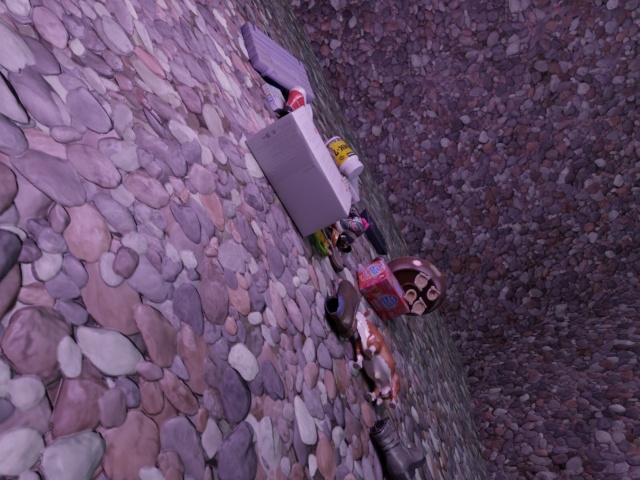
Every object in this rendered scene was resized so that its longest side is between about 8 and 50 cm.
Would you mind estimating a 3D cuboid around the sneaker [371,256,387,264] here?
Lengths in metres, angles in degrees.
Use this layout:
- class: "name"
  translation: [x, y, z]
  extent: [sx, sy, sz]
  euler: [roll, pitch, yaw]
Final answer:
- class: "sneaker"
  translation: [0.316, 0.184, 1.998]
  extent: [0.270, 0.090, 0.145]
  euler: [65, 16, -14]

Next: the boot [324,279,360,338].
- class: "boot"
  translation: [0.066, 0.181, 1.262]
  extent: [0.106, 0.082, 0.219]
  euler: [56, 21, -35]

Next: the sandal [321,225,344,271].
- class: "sandal"
  translation: [0.050, 0.006, 1.486]
  extent: [0.090, 0.060, 0.220]
  euler: [29, 40, -63]

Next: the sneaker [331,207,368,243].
- class: "sneaker"
  translation: [0.097, -0.086, 1.625]
  extent: [0.121, 0.112, 0.299]
  euler: [57, 11, 24]

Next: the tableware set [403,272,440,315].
- class: "tableware set"
  translation: [0.432, 0.233, 1.764]
  extent: [0.141, 0.169, 0.020]
  euler: [45, -11, -19]

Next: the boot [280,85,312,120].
- class: "boot"
  translation: [-0.104, -0.479, 1.688]
  extent: [0.244, 0.088, 0.176]
  euler: [73, 31, -58]

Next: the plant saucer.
- class: "plant saucer"
  translation: [0.409, 0.222, 1.860]
  extent: [0.311, 0.310, 0.050]
  euler: [61, 28, -14]

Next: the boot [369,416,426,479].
- class: "boot"
  translation: [0.226, 0.589, 1.193]
  extent: [0.161, 0.083, 0.246]
  euler: [66, 14, 21]

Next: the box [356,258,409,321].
- class: "box"
  translation: [0.266, 0.214, 1.734]
  extent: [0.257, 0.128, 0.123]
  euler: [53, 20, -37]

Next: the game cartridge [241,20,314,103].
- class: "game cartridge"
  translation: [-0.175, -0.740, 1.740]
  extent: [0.355, 0.068, 0.230]
  euler: [14, 56, -52]

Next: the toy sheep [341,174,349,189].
- class: "toy sheep"
  translation: [0.098, -0.259, 1.962]
  extent: [0.091, 0.091, 0.132]
  euler: [-76, 152, -64]

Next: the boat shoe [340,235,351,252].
- class: "boat shoe"
  translation: [0.091, 0.016, 1.615]
  extent: [0.042, 0.048, 0.133]
  euler: [64, 10, 24]

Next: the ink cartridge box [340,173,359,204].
- class: "ink cartridge box"
  translation: [0.150, -0.358, 2.280]
  extent: [0.176, 0.069, 0.371]
  euler: [56, 22, -26]

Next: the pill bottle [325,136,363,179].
- class: "pill bottle"
  translation: [0.115, -0.412, 2.062]
  extent: [0.208, 0.119, 0.119]
  euler: [51, 12, 18]

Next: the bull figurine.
- class: "bull figurine"
  translation: [0.162, 0.365, 1.269]
  extent: [0.311, 0.101, 0.188]
  euler: [62, 21, -5]

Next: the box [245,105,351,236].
- class: "box"
  translation: [-0.054, -0.223, 1.304]
  extent: [0.345, 0.168, 0.215]
  euler: [59, 18, -17]

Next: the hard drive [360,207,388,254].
- class: "hard drive"
  translation: [0.301, -0.043, 2.317]
  extent: [0.255, 0.054, 0.172]
  euler: [54, 21, -34]

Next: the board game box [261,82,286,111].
- class: "board game box"
  translation: [-0.177, -0.566, 1.648]
  extent: [0.104, 0.026, 0.154]
  euler: [64, 17, -4]

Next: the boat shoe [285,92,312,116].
- class: "boat shoe"
  translation: [-0.115, -0.636, 1.873]
  extent: [0.075, 0.083, 0.226]
  euler: [-3, 60, -55]

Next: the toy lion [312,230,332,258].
- class: "toy lion"
  translation: [0.000, 0.000, 1.404]
  extent: [0.096, 0.034, 0.100]
  euler: [49, 22, -24]

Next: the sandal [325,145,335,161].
- class: "sandal"
  translation: [0.039, -0.395, 1.957]
  extent: [0.303, 0.086, 0.120]
  euler: [49, 23, -44]
